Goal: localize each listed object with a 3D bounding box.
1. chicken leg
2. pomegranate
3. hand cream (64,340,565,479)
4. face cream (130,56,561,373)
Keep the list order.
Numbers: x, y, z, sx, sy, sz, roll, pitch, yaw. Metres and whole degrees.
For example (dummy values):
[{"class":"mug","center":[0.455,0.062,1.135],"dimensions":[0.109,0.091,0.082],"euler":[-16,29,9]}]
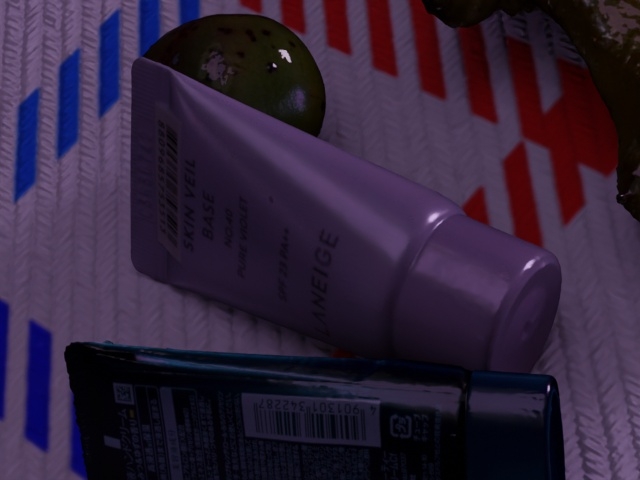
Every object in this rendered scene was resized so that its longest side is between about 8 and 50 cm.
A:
[{"class":"chicken leg","center":[0.160,-0.154,1.171],"dimensions":[0.211,0.140,0.361],"euler":[-4,48,5]},{"class":"pomegranate","center":[-0.058,-0.079,1.200],"dimensions":[0.130,0.130,0.130],"euler":[-9,51,12]},{"class":"hand cream","center":[-0.006,0.111,1.044],"dimensions":[0.270,0.120,0.061],"euler":[-1,25,14]},{"class":"face cream","center":[0.000,0.000,1.116],"dimensions":[0.273,0.154,0.096],"euler":[22,41,26]}]
